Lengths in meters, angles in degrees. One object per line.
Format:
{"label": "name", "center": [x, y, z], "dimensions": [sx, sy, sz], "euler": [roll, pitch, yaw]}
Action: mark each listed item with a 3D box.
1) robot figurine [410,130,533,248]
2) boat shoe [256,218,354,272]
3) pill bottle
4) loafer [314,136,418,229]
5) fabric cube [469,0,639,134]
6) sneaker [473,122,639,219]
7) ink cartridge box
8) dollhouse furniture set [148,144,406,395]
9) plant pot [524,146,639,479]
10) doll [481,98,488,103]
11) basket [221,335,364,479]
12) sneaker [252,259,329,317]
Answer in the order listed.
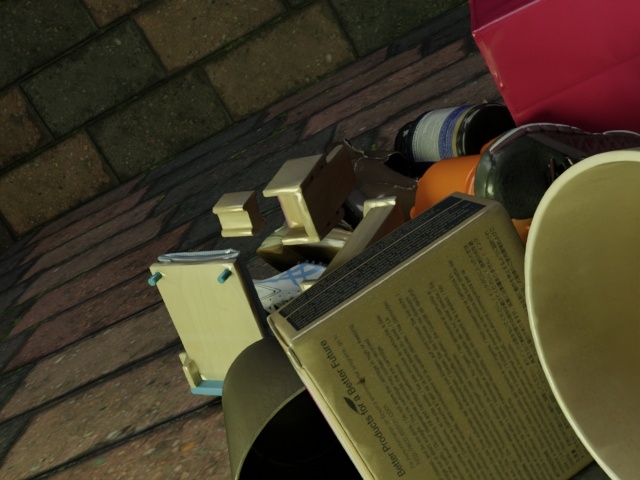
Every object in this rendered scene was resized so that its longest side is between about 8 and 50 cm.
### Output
{"label": "robot figurine", "center": [0.208, -0.050, 1.123], "dimensions": [0.158, 0.128, 0.219], "euler": [-38, 19, -24]}
{"label": "boat shoe", "center": [0.000, 0.000, 1.332], "dimensions": [0.098, 0.109, 0.302], "euler": [-57, 20, -15]}
{"label": "pill bottle", "center": [0.213, -0.152, 1.401], "dimensions": [0.122, 0.123, 0.219], "euler": [-37, 18, -19]}
{"label": "loafer", "center": [0.090, -0.084, 1.437], "dimensions": [0.130, 0.134, 0.366], "euler": [-26, 27, -1]}
{"label": "fabric cube", "center": [0.378, -0.270, 1.236], "dimensions": [0.258, 0.259, 0.254], "euler": [-24, 20, 19]}
{"label": "sneaker", "center": [0.316, -0.074, 0.956], "dimensions": [0.281, 0.107, 0.162], "euler": [-11, 17, -29]}
{"label": "ink cartridge box", "center": [0.099, 0.110, 0.693], "dimensions": [0.193, 0.235, 0.088], "euler": [-32, 17, -8]}
{"label": "dollhouse furniture set", "center": [-0.067, 0.024, 1.103], "dimensions": [0.303, 0.287, 0.198], "euler": [-5, 28, 30]}
{"label": "plant pot", "center": [0.326, 0.031, 0.590], "dimensions": [0.273, 0.257, 0.256], "euler": [-18, 12, -22]}
{"label": "doll", "center": [0.230, -0.177, 1.568], "dimensions": [0.189, 0.046, 0.129], "euler": [-34, 26, 10]}
{"label": "basket", "center": [-0.013, 0.176, 0.844], "dimensions": [0.204, 0.154, 0.227], "euler": [-32, 14, -12]}
{"label": "sneaker", "center": [-0.054, 0.088, 1.274], "dimensions": [0.237, 0.085, 0.086], "euler": [-14, 50, 33]}
